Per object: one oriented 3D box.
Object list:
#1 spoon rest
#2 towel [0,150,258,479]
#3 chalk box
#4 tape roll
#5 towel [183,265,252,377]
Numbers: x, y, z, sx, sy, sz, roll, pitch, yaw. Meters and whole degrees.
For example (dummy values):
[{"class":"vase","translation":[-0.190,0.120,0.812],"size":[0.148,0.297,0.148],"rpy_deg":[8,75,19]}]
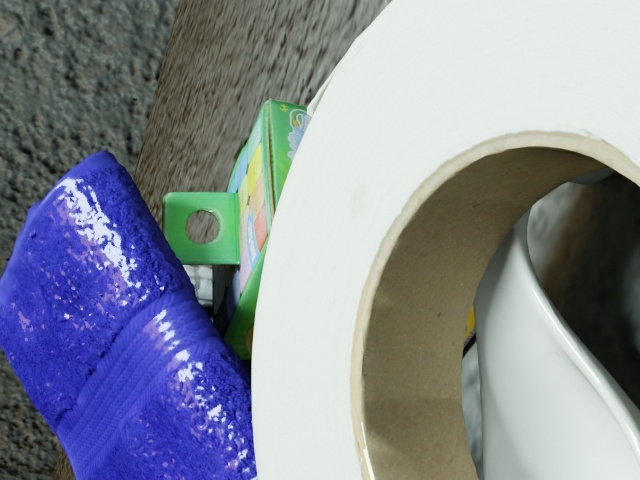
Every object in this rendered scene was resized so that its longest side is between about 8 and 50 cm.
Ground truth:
[{"class":"spoon rest","translation":[0.120,0.070,0.523],"size":[0.137,0.084,0.276],"rpy_deg":[138,140,-59]},{"class":"towel","translation":[-0.115,0.124,0.683],"size":[0.308,0.076,0.227],"rpy_deg":[55,143,16]},{"class":"chalk box","translation":[0.000,0.000,0.716],"size":[0.132,0.213,0.132],"rpy_deg":[-97,25,-42]},{"class":"tape roll","translation":[0.099,0.059,0.434],"size":[0.392,0.072,0.392],"rpy_deg":[-10,77,54]},{"class":"towel","translation":[-0.108,0.101,0.954],"size":[0.284,0.235,0.121],"rpy_deg":[153,123,-69]}]
